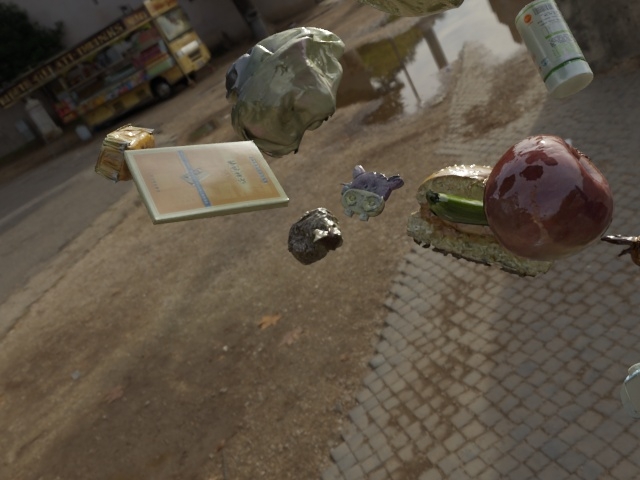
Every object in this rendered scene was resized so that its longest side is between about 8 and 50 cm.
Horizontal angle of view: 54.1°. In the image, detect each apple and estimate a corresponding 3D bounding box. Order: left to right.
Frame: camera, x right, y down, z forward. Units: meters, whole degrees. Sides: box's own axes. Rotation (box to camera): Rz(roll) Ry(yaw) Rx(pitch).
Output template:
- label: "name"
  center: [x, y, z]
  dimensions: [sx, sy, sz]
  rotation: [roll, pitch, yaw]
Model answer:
- label: "apple"
  center: [0.498, -0.086, 1.388]
  dimensions: [0.235, 0.305, 0.306]
  rotation: [-45, 13, 29]

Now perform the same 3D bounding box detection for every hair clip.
- label: "hair clip"
  center: [0.115, -0.123, 1.667]
  dimensions: [0.187, 0.056, 0.146]
  rotation: [15, 72, 49]

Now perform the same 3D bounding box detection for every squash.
- label: "squash"
  center: [0.388, -0.083, 1.687]
  dimensions: [0.080, 0.318, 0.071]
  rotation: [-47, 44, 40]

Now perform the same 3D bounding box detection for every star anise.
- label: "star anise"
  center: [0.958, 0.029, 1.849]
  dimensions: [0.212, 0.157, 0.053]
  rotation: [-22, 14, 42]

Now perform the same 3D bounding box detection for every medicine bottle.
- label: "medicine bottle"
  center: [0.455, -0.376, 1.229]
  dimensions: [0.086, 0.184, 0.086]
  rotation: [-16, -19, -6]

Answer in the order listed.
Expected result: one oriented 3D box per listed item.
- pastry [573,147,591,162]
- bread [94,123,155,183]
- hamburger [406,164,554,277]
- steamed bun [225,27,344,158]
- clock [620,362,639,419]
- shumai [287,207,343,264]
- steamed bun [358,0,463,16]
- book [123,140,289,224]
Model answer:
- label: "pastry"
  center: [0.623, -0.170, 1.655]
  dimensions: [0.115, 0.209, 0.097]
  rotation: [-4, 58, -12]
- label: "bread"
  center: [-0.571, -0.258, 1.860]
  dimensions: [0.241, 0.106, 0.136]
  rotation: [-82, 14, -71]
- label: "hamburger"
  center: [0.511, -0.093, 1.924]
  dimensions: [0.445, 0.268, 0.287]
  rotation: [15, 27, 16]
- label: "steamed bun"
  center: [-0.102, -0.346, 1.381]
  dimensions: [0.268, 0.207, 0.280]
  rotation: [-24, 49, 46]
- label: "clock"
  center: [0.621, 0.256, 1.091]
  dimensions: [0.144, 0.231, 0.103]
  rotation: [-11, 64, -1]
- label: "shumai"
  center: [0.000, 0.000, 2.115]
  dimensions: [0.206, 0.166, 0.175]
  rotation: [-59, 37, 1]
- label: "steamed bun"
  center: [0.100, -0.599, 1.025]
  dimensions: [0.456, 0.289, 0.371]
  rotation: [38, 109, 52]
- label: "book"
  center: [-0.193, -0.105, 1.073]
  dimensions: [0.241, 0.018, 0.170]
  rotation: [-11, 53, -31]
